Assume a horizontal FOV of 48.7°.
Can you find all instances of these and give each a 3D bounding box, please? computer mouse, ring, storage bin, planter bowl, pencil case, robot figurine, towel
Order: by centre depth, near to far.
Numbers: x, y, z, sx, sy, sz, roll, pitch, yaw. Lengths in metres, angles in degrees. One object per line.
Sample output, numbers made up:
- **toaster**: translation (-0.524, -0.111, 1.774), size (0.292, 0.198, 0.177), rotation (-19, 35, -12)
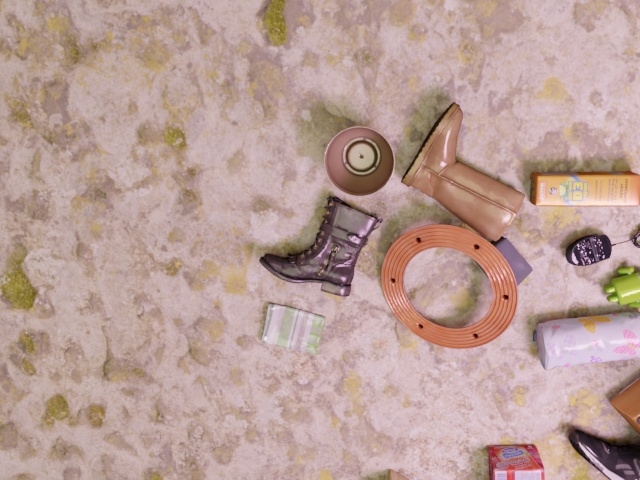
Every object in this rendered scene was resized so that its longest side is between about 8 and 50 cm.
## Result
- **planter bowl**: translation (0.095, -0.191, 1.656), size (0.162, 0.109, 0.162), rotation (2, 104, 7)
- **computer mouse**: translation (0.698, 0.003, 1.678), size (0.242, 0.041, 0.071), rotation (-16, 100, 3)
- **robot figurine**: translation (0.737, 0.114, 1.681), size (0.115, 0.067, 0.101), rotation (-19, 89, 10)
- **storage bin**: translation (0.438, 0.057, 1.693), size (0.091, 0.098, 0.135), rotation (-42, 96, 4)
- **ring**: translation (0.307, 0.111, 1.698), size (0.337, 0.032, 0.336), rotation (12, 119, 22)
- **pencil case**: translation (0.659, 0.244, 1.700), size (0.273, 0.113, 0.124), rotation (-9, 113, 9)
- **towel**: translation (-0.072, 0.230, 1.825), size (0.152, 0.023, 0.113), rotation (13, 106, 3)

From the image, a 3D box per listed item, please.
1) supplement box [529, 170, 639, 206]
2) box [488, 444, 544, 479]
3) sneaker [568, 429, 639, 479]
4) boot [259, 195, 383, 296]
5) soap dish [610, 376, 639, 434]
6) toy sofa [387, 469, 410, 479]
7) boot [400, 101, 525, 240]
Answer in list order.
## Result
- **supplement box**: translation (0.609, -0.118, 1.633), size (0.233, 0.080, 0.078), rotation (0, 102, 9)
- **box**: translation (0.503, 0.669, 1.818), size (0.128, 0.122, 0.257), rotation (-3, 104, 8)
- **sneaker**: translation (0.757, 0.547, 1.785), size (0.283, 0.107, 0.124), rotation (40, 90, -8)
- **boot**: translation (0.000, 0.000, 1.737), size (0.263, 0.091, 0.229), rotation (16, 100, -2)
- **soap dish**: translation (0.894, 0.435, 1.718), size (0.229, 0.118, 0.291), rotation (-43, 96, 14)
- **toy sofa**: translation (0.171, 0.815, 1.880), size (0.177, 0.150, 0.362), rotation (31, 105, -1)
- **boot**: translation (0.357, -0.160, 1.651), size (0.269, 0.089, 0.236), rotation (29, 115, -2)
